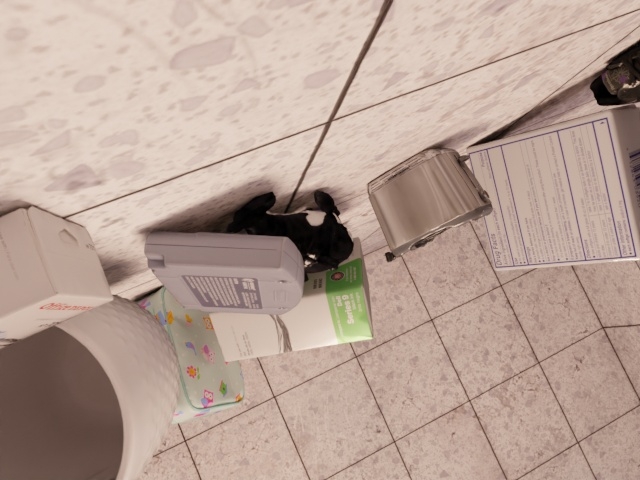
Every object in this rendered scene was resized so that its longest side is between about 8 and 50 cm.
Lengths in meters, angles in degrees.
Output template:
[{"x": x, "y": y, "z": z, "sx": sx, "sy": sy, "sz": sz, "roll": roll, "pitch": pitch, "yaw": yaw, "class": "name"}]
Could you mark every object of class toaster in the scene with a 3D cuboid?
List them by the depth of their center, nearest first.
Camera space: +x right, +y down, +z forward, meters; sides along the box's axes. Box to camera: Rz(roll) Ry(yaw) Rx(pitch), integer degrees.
[{"x": 0.186, "y": -0.069, "z": 0.995, "sx": 0.227, "sy": 0.147, "sz": 0.129, "roll": -30, "pitch": 171, "yaw": 35, "class": "toaster"}]

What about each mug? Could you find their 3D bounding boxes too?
[{"x": -0.374, "y": 0.193, "z": 0.715, "sx": 0.373, "sy": 0.277, "sz": 0.328, "roll": 6, "pitch": -179, "yaw": 0, "class": "mug"}]

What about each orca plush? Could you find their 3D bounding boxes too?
[{"x": -0.007, "y": -0.002, "z": 0.834, "sx": 0.151, "sy": 0.102, "sz": 0.287, "roll": -55, "pitch": 150, "yaw": -6, "class": "orca plush"}]

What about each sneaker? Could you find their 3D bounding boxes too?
[{"x": 0.523, "y": -0.268, "z": 0.856, "sx": 0.124, "sy": 0.107, "sz": 0.283, "roll": -19, "pitch": 174, "yaw": 5, "class": "sneaker"}]

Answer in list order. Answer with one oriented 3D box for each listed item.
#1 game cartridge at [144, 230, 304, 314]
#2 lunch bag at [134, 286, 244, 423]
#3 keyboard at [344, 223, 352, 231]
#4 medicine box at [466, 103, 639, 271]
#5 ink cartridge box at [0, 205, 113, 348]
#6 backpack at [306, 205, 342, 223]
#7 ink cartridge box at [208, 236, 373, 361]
[{"x": -0.122, "y": 0.055, "z": 0.788, "sx": 0.195, "sy": 0.060, "sz": 0.294, "roll": 7, "pitch": 161, "yaw": -2, "class": "game cartridge"}, {"x": -0.281, "y": 0.230, "z": 1.138, "sx": 0.107, "sy": 0.279, "sz": 0.224, "roll": -27, "pitch": 162, "yaw": 21, "class": "lunch bag"}, {"x": -0.038, "y": 0.022, "z": 1.369, "sx": 0.255, "sy": 0.014, "sz": 0.072, "roll": -21, "pitch": 150, "yaw": -18, "class": "keyboard"}, {"x": 0.468, "y": -0.093, "z": 1.062, "sx": 0.149, "sy": 0.264, "sz": 0.289, "roll": -19, "pitch": -173, "yaw": -42, "class": "medicine box"}, {"x": -0.303, "y": 0.053, "z": 0.476, "sx": 0.190, "sy": 0.082, "sz": 0.139, "roll": -23, "pitch": 173, "yaw": -5, "class": "ink cartridge box"}, {"x": -0.021, "y": -0.006, "z": 1.029, "sx": 0.114, "sy": 0.084, "sz": 0.105, "roll": -25, "pitch": 172, "yaw": 35, "class": "backpack"}, {"x": -0.051, "y": 0.111, "z": 1.070, "sx": 0.289, "sy": 0.122, "sz": 0.211, "roll": -11, "pitch": -156, "yaw": 7, "class": "ink cartridge box"}]
